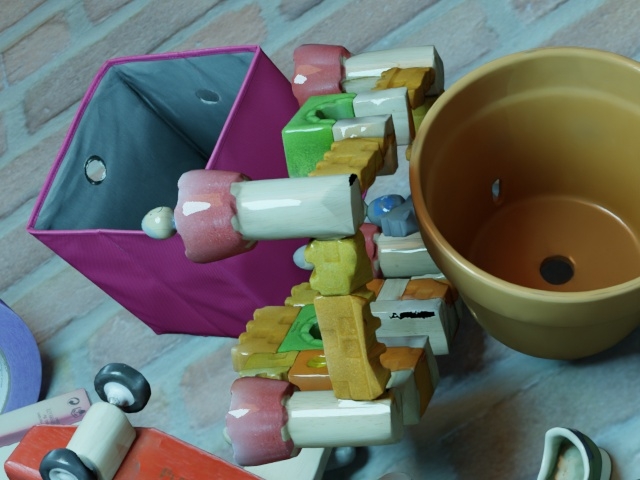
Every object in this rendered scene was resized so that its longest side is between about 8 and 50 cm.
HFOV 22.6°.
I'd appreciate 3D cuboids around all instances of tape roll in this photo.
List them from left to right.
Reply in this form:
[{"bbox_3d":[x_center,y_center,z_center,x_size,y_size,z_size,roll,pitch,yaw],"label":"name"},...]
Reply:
[{"bbox_3d":[-0.489,0.176,1.990,0.275,0.275,0.090,-50,43,-5],"label":"tape roll"}]

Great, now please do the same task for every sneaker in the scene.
[{"bbox_3d":[0.226,0.263,1.502,0.064,0.086,0.192,-10,53,32],"label":"sneaker"}]

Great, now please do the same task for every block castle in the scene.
[{"bbox_3d":[0.000,0.000,1.611,0.213,0.303,0.453,-4,23,18],"label":"block castle"}]

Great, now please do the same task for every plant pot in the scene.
[{"bbox_3d":[0.237,-0.017,1.578,0.291,0.203,0.291,-3,58,5],"label":"plant pot"}]

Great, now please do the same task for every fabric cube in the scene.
[{"bbox_3d":[-0.139,-0.050,1.906,0.259,0.258,0.254,1,60,38],"label":"fabric cube"}]

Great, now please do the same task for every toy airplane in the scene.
[{"bbox_3d":[-0.090,0.310,1.626,0.386,0.272,0.384,-14,51,-20],"label":"toy airplane"}]

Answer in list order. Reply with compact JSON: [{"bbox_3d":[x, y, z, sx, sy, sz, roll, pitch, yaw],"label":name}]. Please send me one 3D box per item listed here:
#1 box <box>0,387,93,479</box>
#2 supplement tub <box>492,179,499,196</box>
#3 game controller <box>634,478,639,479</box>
[{"bbox_3d":[-0.349,0.289,1.822,0.232,0.148,0.127,-17,42,-13],"label":"box"},{"bbox_3d":[0.239,-0.090,1.777,0.071,0.071,0.107,20,73,45],"label":"supplement tub"},{"bbox_3d":[0.390,0.276,1.294,0.319,0.067,0.166,-1,68,11],"label":"game controller"}]
